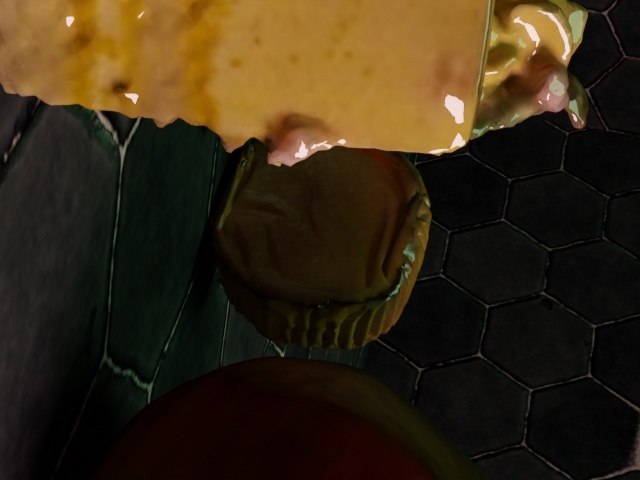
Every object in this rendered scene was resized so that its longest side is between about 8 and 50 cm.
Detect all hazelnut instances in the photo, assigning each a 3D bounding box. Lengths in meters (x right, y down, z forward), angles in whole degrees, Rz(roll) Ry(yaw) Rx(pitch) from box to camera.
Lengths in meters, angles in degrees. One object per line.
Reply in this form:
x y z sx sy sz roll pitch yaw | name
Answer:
-0.019 0.254 0.814 0.366 0.366 0.365 10 90 -82 | hazelnut

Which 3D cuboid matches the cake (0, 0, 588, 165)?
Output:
0.016 -0.177 0.604 0.222 0.286 0.227 -66 165 -61 | cake

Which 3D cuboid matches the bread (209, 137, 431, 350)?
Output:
0.001 0.000 1.132 0.104 0.199 0.199 92 11 -57 | bread
